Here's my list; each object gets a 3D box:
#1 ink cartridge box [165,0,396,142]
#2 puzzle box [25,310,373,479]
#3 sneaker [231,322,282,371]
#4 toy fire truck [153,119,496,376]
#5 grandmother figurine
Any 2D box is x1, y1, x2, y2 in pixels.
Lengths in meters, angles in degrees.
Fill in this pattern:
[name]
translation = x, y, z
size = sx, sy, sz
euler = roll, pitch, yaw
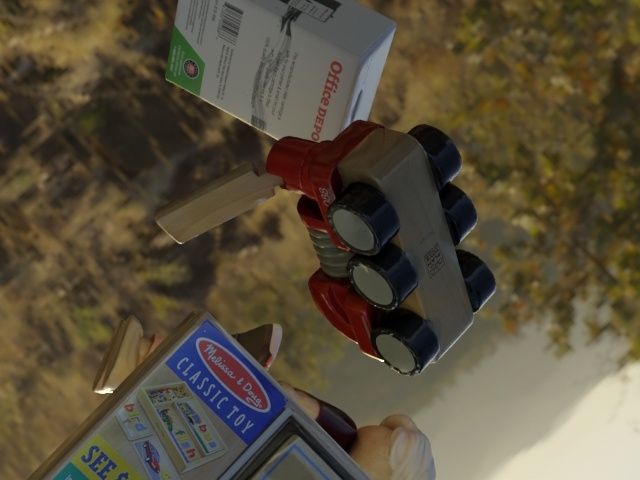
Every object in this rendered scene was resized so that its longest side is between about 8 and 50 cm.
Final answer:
[ink cartridge box]
translation = -0.042, -0.193, 1.613
size = 0.087, 0.208, 0.153
euler = -48, 163, -43
[puzzle box]
translation = -0.038, 0.285, 1.124
size = 0.272, 0.409, 0.052
euler = -47, -169, -14
[sneaker]
translation = -0.106, 0.126, 1.665
size = 0.158, 0.065, 0.061
euler = -35, -148, 34
[toy fire truck]
translation = 0.000, 0.000, 1.409
size = 0.158, 0.246, 0.217
euler = -44, 133, -29
[grandmother figurine]
translation = -0.046, 0.174, 1.532
size = 0.208, 0.342, 0.104
euler = -177, -71, -78
